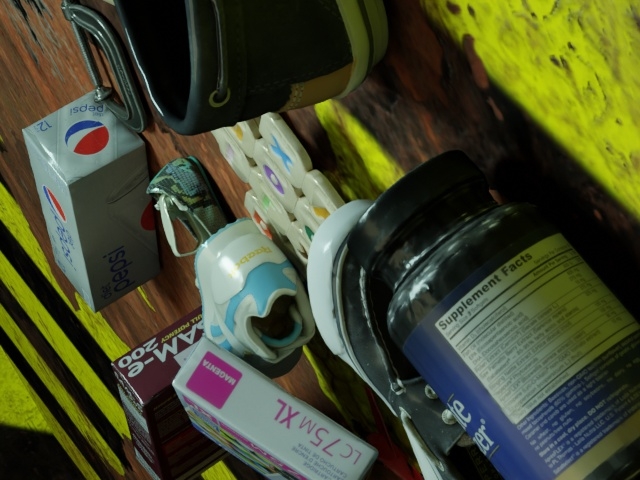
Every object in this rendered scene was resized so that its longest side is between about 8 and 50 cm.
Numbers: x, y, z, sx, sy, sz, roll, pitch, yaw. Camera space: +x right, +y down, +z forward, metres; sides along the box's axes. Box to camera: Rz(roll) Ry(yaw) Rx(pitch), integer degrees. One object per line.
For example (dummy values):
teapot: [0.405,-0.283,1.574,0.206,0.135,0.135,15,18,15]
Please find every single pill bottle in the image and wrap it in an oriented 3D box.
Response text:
pill bottle: [0.118,0.056,0.888,0.219,0.123,0.123,51,160,16]

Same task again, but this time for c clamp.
c clamp: [-0.221,-0.183,1.484,0.137,0.022,0.161,24,141,49]

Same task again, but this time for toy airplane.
toy airplane: [0.075,0.207,1.369,0.151,0.028,0.151,47,160,23]

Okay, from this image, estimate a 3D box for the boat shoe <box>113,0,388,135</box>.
boat shoe: [-0.121,-0.285,0.880,0.187,0.156,0.500,22,140,61]

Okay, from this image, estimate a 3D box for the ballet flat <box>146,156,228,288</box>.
ballet flat: [-0.106,0.011,1.440,0.188,0.070,0.070,58,161,-5]

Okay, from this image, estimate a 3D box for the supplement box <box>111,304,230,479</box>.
supplement box: [-0.160,0.192,1.754,0.073,0.130,0.239,47,158,27]

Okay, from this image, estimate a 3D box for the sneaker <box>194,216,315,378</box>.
sneaker: [-0.052,0.076,1.350,0.092,0.087,0.229,48,167,28]

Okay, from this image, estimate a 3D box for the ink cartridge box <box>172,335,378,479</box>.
ink cartridge box: [-0.042,0.191,1.432,0.186,0.065,0.311,33,169,8]

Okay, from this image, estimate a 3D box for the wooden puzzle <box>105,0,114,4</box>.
wooden puzzle: [-0.218,-0.342,1.147,0.348,0.080,0.322,38,153,53]

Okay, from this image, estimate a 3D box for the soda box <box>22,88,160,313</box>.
soda box: [-0.245,-0.038,1.645,0.091,0.098,0.286,50,159,23]

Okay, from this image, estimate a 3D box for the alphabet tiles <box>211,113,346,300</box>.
alphabet tiles: [0.000,0.000,1.213,0.284,0.021,0.278,53,166,9]

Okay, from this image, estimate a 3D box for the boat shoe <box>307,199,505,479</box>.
boat shoe: [0.093,0.103,1.049,0.102,0.108,0.301,25,146,57]
